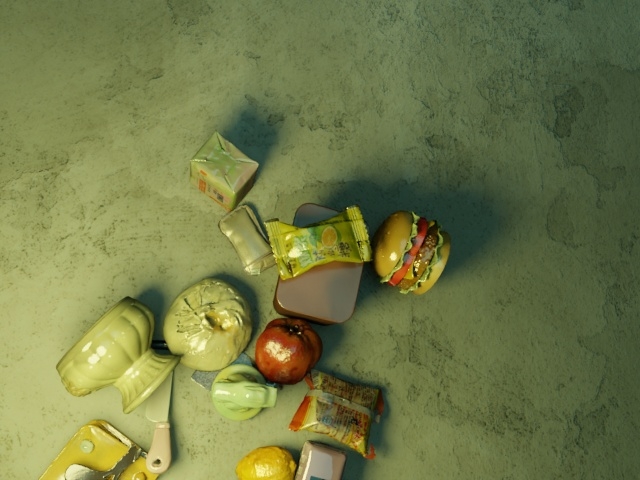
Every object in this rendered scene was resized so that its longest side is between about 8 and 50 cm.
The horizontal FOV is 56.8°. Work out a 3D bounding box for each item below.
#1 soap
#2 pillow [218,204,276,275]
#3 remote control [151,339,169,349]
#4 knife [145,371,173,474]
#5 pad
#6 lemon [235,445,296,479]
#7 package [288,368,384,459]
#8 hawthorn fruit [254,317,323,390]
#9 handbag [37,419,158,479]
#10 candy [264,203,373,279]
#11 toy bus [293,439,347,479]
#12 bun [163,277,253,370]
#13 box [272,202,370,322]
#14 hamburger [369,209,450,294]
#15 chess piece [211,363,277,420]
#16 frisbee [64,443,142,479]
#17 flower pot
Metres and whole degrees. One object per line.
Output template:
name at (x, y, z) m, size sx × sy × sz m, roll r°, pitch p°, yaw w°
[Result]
soap at (-0.313, -0.217, 1.914) m, size 0.182 × 0.199 × 0.138 m, roll 36°, pitch 70°, yaw -1°
pillow at (-0.237, 0.001, 1.956) m, size 0.131 × 0.038 × 0.232 m, roll -32°, pitch 83°, yaw -14°
remote control at (-0.489, 0.324, 1.837) m, size 0.091 × 0.016 × 0.034 m, roll 4°, pitch 79°, yaw -10°
knife at (-0.475, 0.514, 1.748) m, size 0.081 × 0.043 × 0.335 m, roll -2°, pitch 56°, yaw -7°
pad at (-0.269, 0.432, 1.858) m, size 0.235 × 0.003 × 0.158 m, roll 34°, pitch 72°, yaw -1°
lemon at (-0.160, 0.678, 1.744) m, size 0.187 × 0.142 × 0.142 m, roll -7°, pitch 77°, yaw 8°
package at (0.058, 0.528, 1.832) m, size 0.288 × 0.108 × 0.223 m, roll 17°, pitch 60°, yaw -3°
hawthorn fruit at (-0.110, 0.363, 1.821) m, size 0.208 × 0.207 × 0.243 m, roll 11°, pitch 114°, yaw -8°
handbag at (-0.660, 0.733, 1.648) m, size 0.283 × 0.133 × 0.401 m, roll 40°, pitch 70°, yaw -8°
candy at (0.000, 0.000, 1.739) m, size 0.297 × 0.081 × 0.187 m, roll -13°, pitch 81°, yaw -14°
toy bus at (-0.011, 0.711, 1.763) m, size 0.142 × 0.142 × 0.202 m, roll 18°, pitch 74°, yaw -7°
bun at (-0.340, 0.257, 1.813) m, size 0.287 × 0.146 × 0.287 m, roll 3°, pitch 75°, yaw -10°
box at (-0.006, 0.089, 1.878) m, size 0.239 × 0.229 × 0.339 m, roll 15°, pitch 74°, yaw -6°
hamburger at (0.272, 0.029, 1.926) m, size 0.212 × 0.274 × 0.274 m, roll 27°, pitch 72°, yaw -10°
chess piece at (-0.226, 0.439, 1.708) m, size 0.176 × 0.298 × 0.175 m, roll 3°, pitch 77°, yaw -12°
frisbee at (-0.565, 0.645, 1.630) m, size 0.187 × 0.012 × 0.211 m, roll -43°, pitch 99°, yaw -23°
flower pot at (-0.560, 0.338, 1.676) m, size 0.244 × 0.307 × 0.307 m, roll 44°, pitch 72°, yaw -4°
